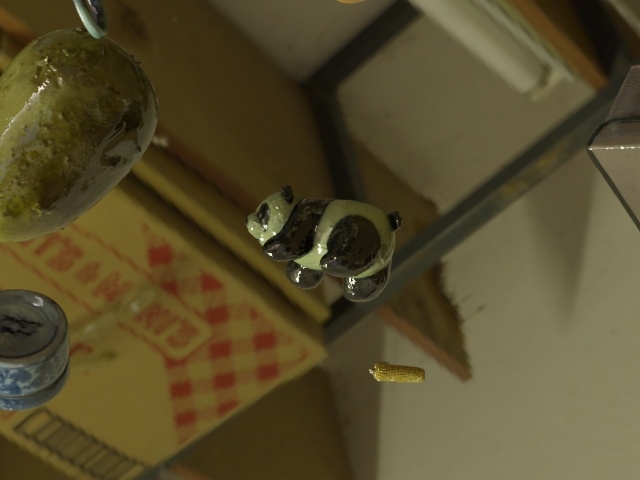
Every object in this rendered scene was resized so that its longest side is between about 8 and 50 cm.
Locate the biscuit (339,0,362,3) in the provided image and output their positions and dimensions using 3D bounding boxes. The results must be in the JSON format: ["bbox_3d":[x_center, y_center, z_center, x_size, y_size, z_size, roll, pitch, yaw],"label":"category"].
[{"bbox_3d":[0.068,-0.393,1.318,0.275,0.355,0.052,26,-158,-35],"label":"biscuit"}]

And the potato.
[{"bbox_3d":[-0.407,-0.150,2.166,0.219,0.359,0.270,40,-176,31],"label":"potato"}]

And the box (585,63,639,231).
[{"bbox_3d":[0.471,-0.103,1.606,0.188,0.252,0.153,50,-125,-32],"label":"box"}]

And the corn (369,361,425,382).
[{"bbox_3d":[0.113,0.196,2.084,0.083,0.027,0.028,4,-135,-3],"label":"corn"}]

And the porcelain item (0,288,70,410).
[{"bbox_3d":[-0.420,0.153,1.943,0.147,0.114,0.147,5,-136,-4],"label":"porcelain item"}]

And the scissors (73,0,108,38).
[{"bbox_3d":[-0.390,-0.486,2.000,0.256,0.029,0.383,-96,-17,-49],"label":"scissors"}]

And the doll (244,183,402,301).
[{"bbox_3d":[0.002,0.001,2.102,0.143,0.234,0.135,58,-134,-60],"label":"doll"}]
